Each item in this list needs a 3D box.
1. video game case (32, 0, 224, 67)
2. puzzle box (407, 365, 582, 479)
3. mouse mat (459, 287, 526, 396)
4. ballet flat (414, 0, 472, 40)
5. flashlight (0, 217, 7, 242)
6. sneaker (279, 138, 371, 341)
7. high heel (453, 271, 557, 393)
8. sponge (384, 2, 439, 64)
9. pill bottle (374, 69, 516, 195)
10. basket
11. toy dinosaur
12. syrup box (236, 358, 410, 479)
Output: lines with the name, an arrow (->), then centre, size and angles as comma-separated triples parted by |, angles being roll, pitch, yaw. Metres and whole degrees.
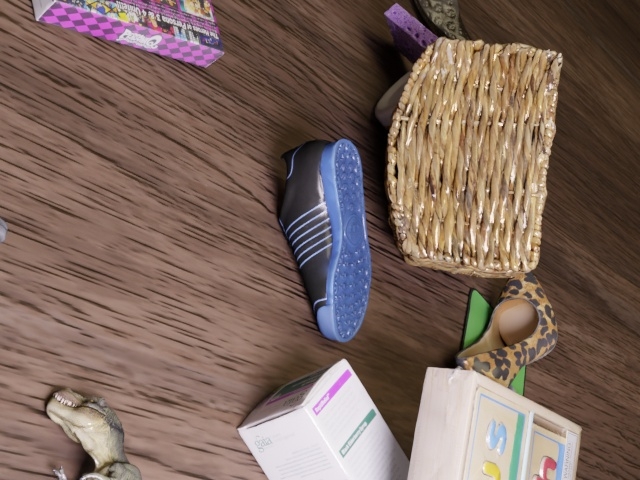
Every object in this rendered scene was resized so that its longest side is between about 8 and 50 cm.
video game case -> -0.223, -0.310, 0.954 | 0.232, 0.042, 0.210 | 4, 64, -51
puzzle box -> 0.151, 0.345, 0.810 | 0.272, 0.052, 0.408 | 30, 66, -48
mouse mat -> 0.253, 0.176, 1.263 | 0.152, 0.007, 0.189 | 47, 38, -20
ballet flat -> 0.239, -0.385, 1.608 | 0.084, 0.058, 0.249 | -31, 86, -21
flashlight -> -0.356, -0.055, 0.550 | 0.304, 0.103, 0.103 | 39, 13, -28
sneaker -> 0.000, 0.000, 1.003 | 0.081, 0.091, 0.232 | 3, 86, -53
high heel -> 0.252, 0.113, 1.210 | 0.186, 0.093, 0.261 | 39, 49, -39
sponge -> 0.189, -0.276, 1.367 | 0.210, 0.031, 0.117 | 48, -1, 21
pill bottle -> 0.199, -0.148, 1.310 | 0.229, 0.131, 0.131 | 48, 36, -19
basket -> 0.197, -0.103, 1.186 | 0.223, 0.214, 0.299 | 20, 77, -82
toy dinosaur -> -0.158, 0.237, 0.637 | 0.118, 0.064, 0.268 | -9, 77, -61
syrup box -> 0.033, 0.244, 0.846 | 0.236, 0.093, 0.096 | 59, 35, -4
